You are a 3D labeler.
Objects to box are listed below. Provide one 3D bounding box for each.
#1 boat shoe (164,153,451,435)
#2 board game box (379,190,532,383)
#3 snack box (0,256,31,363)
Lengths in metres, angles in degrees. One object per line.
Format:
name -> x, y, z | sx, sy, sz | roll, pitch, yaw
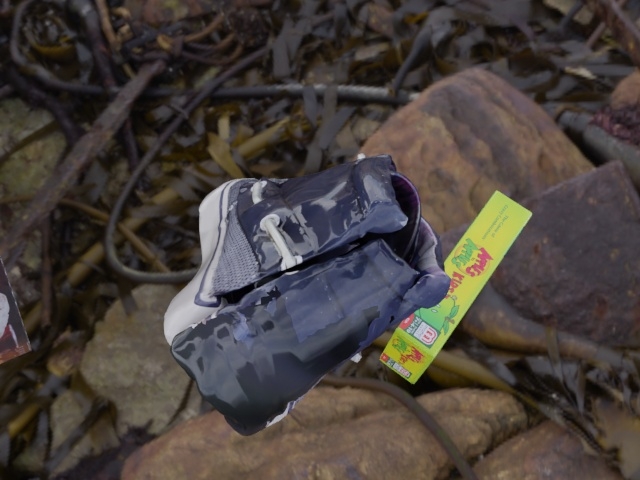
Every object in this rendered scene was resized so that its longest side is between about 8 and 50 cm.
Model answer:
boat shoe -> 0.000, 0.000, 0.556 | 0.158, 0.127, 0.340 | -32, 18, 9
board game box -> 0.131, 0.046, 0.744 | 0.043, 0.092, 0.181 | 35, 66, 10
snack box -> -0.267, 0.046, 0.578 | 0.064, 0.178, 0.022 | -22, 60, -24
